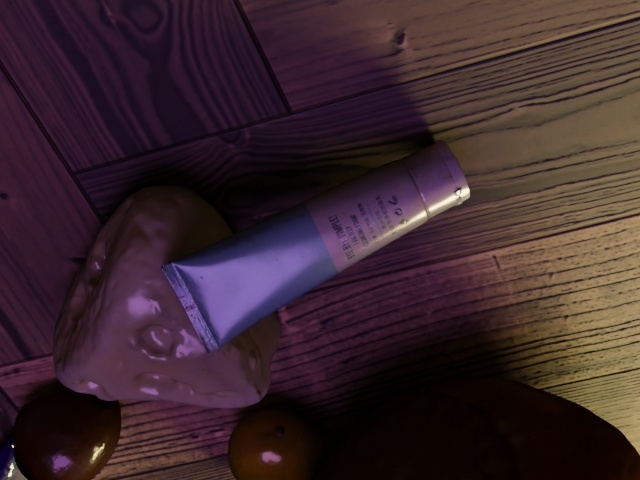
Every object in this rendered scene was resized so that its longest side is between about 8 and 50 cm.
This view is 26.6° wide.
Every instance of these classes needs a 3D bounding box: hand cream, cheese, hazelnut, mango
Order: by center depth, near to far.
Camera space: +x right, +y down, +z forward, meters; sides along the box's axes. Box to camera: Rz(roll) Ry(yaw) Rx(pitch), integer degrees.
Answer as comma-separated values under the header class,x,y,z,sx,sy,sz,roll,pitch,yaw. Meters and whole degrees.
class,x,y,z,sx,sy,sz,roll,pitch,yaw
hand cream,0.000,0.000,1.370,0.312,0.070,0.111,-26,116,-4
cheese,-0.189,0.064,1.451,0.251,0.174,0.248,-2,134,12
hazelnut,0.188,0.337,1.591,0.420,0.353,0.421,-23,161,-9
mango,-0.051,0.284,1.706,0.130,0.092,0.195,0,138,-1

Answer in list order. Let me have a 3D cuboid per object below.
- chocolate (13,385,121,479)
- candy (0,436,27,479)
class,x,y,z,sx,sy,sz,roll,pitch,yaw
chocolate,-0.310,0.234,1.673,0.124,0.127,0.133,6,126,-45
candy,-0.443,0.368,1.750,0.275,0.070,0.145,-42,131,-10
